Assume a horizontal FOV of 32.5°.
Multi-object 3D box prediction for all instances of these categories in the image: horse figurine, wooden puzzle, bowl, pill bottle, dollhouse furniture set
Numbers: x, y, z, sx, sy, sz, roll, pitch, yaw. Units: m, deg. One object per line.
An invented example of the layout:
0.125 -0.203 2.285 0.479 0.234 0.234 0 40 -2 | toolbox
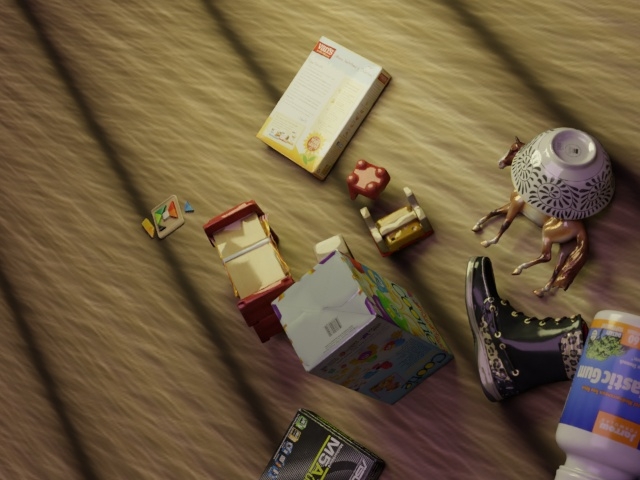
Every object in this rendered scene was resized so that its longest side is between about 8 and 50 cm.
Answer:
0.354 -0.026 1.792 0.174 0.066 0.263 -50 51 13 | horse figurine
-0.315 -0.049 2.252 0.116 0.014 0.079 -40 56 13 | wooden puzzle
0.393 -0.124 1.746 0.170 0.080 0.170 1 56 -2 | bowl
0.429 0.251 1.585 0.152 0.152 0.272 14 79 35 | pill bottle
0.000 0.000 1.980 0.374 0.152 0.201 -26 58 2 | dollhouse furniture set

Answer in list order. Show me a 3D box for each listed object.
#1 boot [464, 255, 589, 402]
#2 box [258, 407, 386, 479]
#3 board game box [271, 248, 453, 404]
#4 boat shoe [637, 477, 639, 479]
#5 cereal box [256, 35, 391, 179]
0.329 0.126 1.737 0.178 0.085 0.237 -14 74 25 | boot
-0.008 0.410 1.865 0.184 0.045 0.191 30 90 39 | box
0.072 0.145 1.772 0.144 0.275 0.142 -40 56 14 | board game box
0.482 0.334 1.478 0.109 0.089 0.258 30 86 50 | boat shoe
0.005 -0.257 2.110 0.173 0.047 0.240 36 92 36 | cereal box
